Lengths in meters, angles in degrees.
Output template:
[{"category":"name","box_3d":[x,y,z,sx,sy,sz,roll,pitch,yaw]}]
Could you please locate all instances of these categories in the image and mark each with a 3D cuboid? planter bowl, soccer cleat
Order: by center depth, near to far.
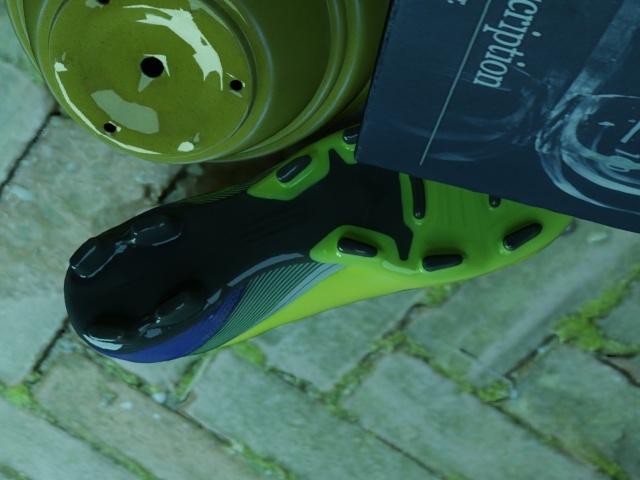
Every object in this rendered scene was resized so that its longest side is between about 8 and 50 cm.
[{"category":"planter bowl","box_3d":[-0.072,-0.104,0.601,0.217,0.090,0.217,7,131,8]},{"category":"soccer cleat","box_3d":[-0.001,-0.001,0.688,0.289,0.121,0.094,-16,81,10]}]

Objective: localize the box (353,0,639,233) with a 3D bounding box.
[{"category":"box","box_3d":[0.193,-0.125,0.374,0.312,0.179,0.343,13,161,1]}]
